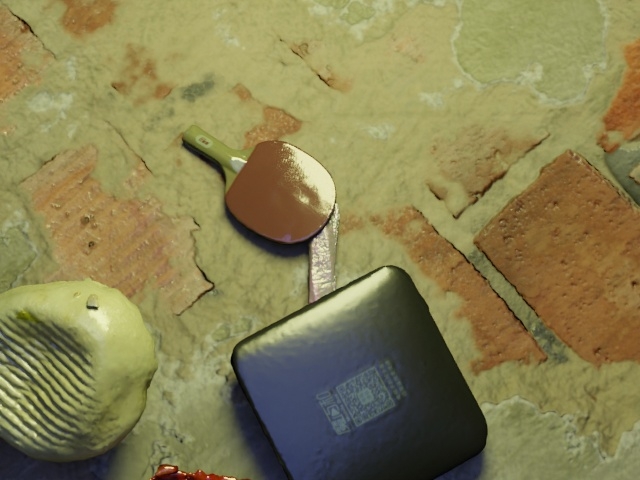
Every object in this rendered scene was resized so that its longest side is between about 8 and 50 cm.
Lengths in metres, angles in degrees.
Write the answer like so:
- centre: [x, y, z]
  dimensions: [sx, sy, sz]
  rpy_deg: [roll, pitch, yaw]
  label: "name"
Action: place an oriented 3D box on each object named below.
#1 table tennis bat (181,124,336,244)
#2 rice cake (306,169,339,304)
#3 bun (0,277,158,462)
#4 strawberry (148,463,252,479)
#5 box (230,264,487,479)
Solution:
- centre: [-0.092, -0.091, 1.765]
  dimensions: [0.246, 0.022, 0.138]
  rpy_deg: [34, 81, 11]
  label: "table tennis bat"
- centre: [0.000, 0.000, 1.759]
  dimensions: [0.047, 0.036, 0.206]
  rpy_deg: [3, 76, -14]
  label: "rice cake"
- centre: [-0.333, 0.165, 1.624]
  dimensions: [0.259, 0.160, 0.259]
  rpy_deg: [2, 97, 18]
  label: "bun"
- centre: [-0.146, 0.367, 1.647]
  dimensions: [0.188, 0.082, 0.121]
  rpy_deg: [23, 56, 10]
  label: "strawberry"
- centre: [0.053, 0.214, 1.684]
  dimensions: [0.289, 0.073, 0.290]
  rpy_deg: [-28, 86, -11]
  label: "box"
